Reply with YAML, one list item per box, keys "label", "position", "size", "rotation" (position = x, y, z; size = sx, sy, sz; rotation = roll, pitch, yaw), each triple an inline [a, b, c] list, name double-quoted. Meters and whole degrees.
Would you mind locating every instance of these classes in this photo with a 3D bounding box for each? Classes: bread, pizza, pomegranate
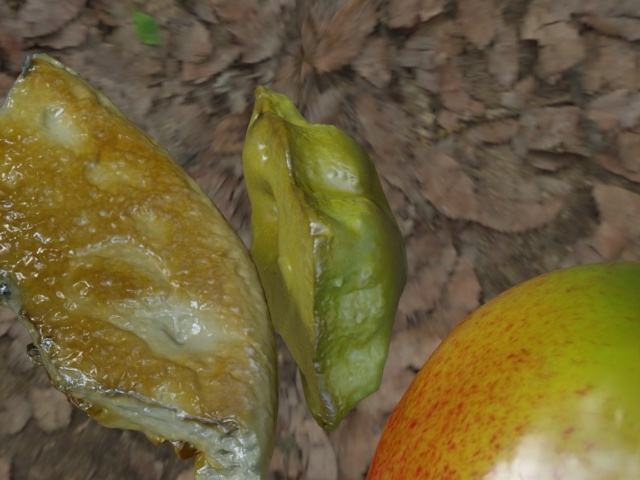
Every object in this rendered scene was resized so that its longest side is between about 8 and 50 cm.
- label: "bread"
  position: [0.000, 0.000, 1.202]
  size: [0.088, 0.233, 0.160]
  rotation: [-5, 126, -16]
- label: "pizza"
  position: [-0.135, 0.018, 1.118]
  size: [0.182, 0.074, 0.365]
  rotation: [-20, 58, -30]
- label: "pomegranate"
  position: [0.125, 0.101, 0.635]
  size: [0.221, 0.221, 0.256]
  rotation: [20, 118, -3]
